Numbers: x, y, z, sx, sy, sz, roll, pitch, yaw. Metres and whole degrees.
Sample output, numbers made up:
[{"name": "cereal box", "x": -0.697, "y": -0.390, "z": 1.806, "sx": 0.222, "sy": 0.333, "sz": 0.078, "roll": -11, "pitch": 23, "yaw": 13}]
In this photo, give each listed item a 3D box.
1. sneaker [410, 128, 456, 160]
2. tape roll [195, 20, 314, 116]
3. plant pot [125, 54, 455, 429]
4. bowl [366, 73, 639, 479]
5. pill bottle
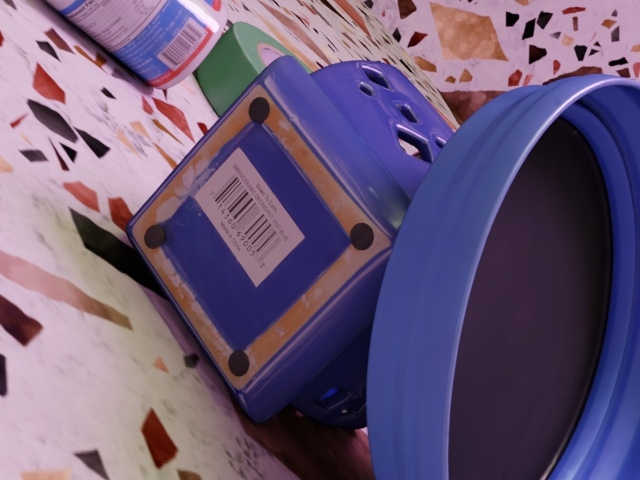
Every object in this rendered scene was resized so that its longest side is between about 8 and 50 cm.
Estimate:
[{"name": "sneaker", "x": 0.075, "y": -0.069, "z": 1.351, "sx": 0.147, "sy": 0.104, "sz": 0.296, "roll": 41, "pitch": 49, "yaw": -12}, {"name": "tape roll", "x": -0.022, "y": -0.149, "z": 1.524, "sx": 0.321, "sy": 0.077, "sz": 0.321, "roll": 42, "pitch": 16, "yaw": -15}, {"name": "plant pot", "x": 0.000, "y": 0.000, "z": 0.923, "sx": 0.236, "sy": 0.236, "sz": 0.212, "roll": 54, "pitch": 23, "yaw": 22}, {"name": "bowl", "x": 0.169, "y": 0.071, "z": 0.857, "sx": 0.077, "sy": 0.391, "sz": 0.391, "roll": 12, "pitch": -9, "yaw": 38}, {"name": "pill bottle", "x": -0.216, "y": -0.271, "z": 1.220, "sx": 0.221, "sy": 0.124, "sz": 0.124, "roll": 39, "pitch": 17, "yaw": -27}]
